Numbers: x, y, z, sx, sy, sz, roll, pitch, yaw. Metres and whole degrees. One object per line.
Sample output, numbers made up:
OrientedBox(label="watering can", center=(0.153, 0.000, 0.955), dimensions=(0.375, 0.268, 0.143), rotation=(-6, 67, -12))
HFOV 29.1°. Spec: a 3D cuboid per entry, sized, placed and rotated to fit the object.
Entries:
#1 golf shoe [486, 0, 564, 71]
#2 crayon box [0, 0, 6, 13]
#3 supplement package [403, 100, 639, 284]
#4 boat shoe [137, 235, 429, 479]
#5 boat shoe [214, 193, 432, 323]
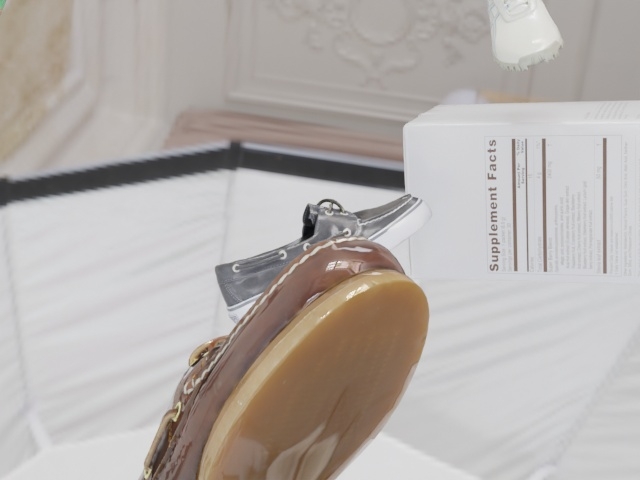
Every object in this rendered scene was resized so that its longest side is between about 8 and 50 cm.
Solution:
OrientedBox(label="golf shoe", center=(0.186, -0.230, 1.202), dimensions=(0.176, 0.069, 0.086), rotation=(-97, -18, -55))
OrientedBox(label="crayon box", center=(-0.411, -0.124, 1.173), dimensions=(0.278, 0.081, 0.165), rotation=(-52, 20, 15))
OrientedBox(label="supplement package", center=(0.253, -0.056, 1.345), dimensions=(0.177, 0.293, 0.175), rotation=(-37, -54, -68))
OrientedBox(label="boat shoe", center=(-0.032, 0.074, 0.461), dimensions=(0.073, 0.073, 0.207), rotation=(57, 129, 39))
OrientedBox(label="boat shoe", center=(0.000, 0.000, 1.205), dimensions=(0.076, 0.228, 0.080), rotation=(63, 170, -7))
